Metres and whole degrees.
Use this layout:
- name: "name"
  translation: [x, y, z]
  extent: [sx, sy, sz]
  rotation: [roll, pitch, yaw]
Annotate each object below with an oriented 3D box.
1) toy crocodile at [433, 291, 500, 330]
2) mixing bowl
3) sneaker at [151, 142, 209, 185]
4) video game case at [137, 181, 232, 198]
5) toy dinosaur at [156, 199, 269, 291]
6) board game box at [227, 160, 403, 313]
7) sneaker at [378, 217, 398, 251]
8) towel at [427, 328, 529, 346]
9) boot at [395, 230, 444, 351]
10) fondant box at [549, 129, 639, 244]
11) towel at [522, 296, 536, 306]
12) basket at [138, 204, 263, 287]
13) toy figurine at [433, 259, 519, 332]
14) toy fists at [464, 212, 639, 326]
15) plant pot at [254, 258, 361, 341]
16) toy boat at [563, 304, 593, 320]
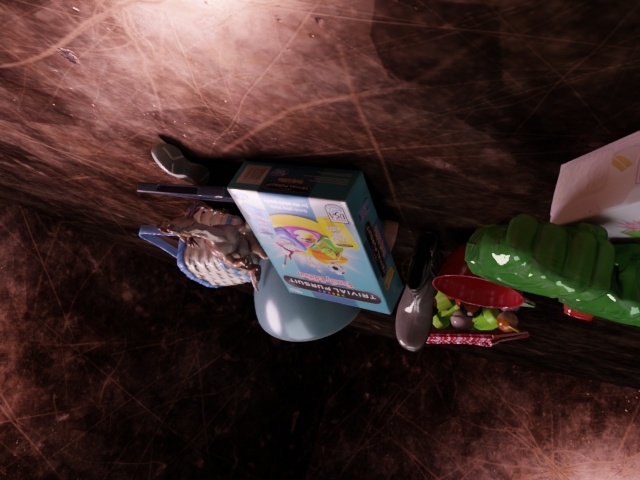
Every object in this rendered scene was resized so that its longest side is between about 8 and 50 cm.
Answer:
- name: "toy crocodile"
  translation: [0.416, 0.199, 1.654]
  extent: [0.340, 0.105, 0.115]
  rotation: [20, 137, -38]
- name: "mixing bowl"
  translation: [0.328, 0.062, 1.163]
  extent: [0.181, 0.098, 0.181]
  rotation: [16, 162, 5]
- name: "sneaker"
  translation: [-0.295, -0.152, 1.166]
  extent: [0.061, 0.054, 0.152]
  rotation: [12, 167, 32]
- name: "video game case"
  translation: [-0.235, -0.101, 1.246]
  extent: [0.274, 0.026, 0.196]
  rotation: [6, -179, 37]
- name: "toy dinosaur"
  translation: [-0.222, 0.005, 1.311]
  extent: [0.200, 0.127, 0.296]
  rotation: [9, 153, 23]
- name: "board game box"
  translation: [0.000, 0.000, 1.124]
  extent: [0.253, 0.079, 0.336]
  rotation: [9, 144, 30]
- name: "sneaker"
  translation: [0.082, 0.011, 1.281]
  extent: [0.120, 0.108, 0.302]
  rotation: [18, 160, -1]
- name: "towel"
  translation: [0.362, 0.247, 1.465]
  extent: [0.274, 0.031, 0.198]
  rotation: [-8, 172, 43]
- name: "boot"
  translation: [0.202, 0.109, 1.220]
  extent: [0.083, 0.247, 0.161]
  rotation: [12, 171, 19]
- name: "fondant box"
  translation: [0.475, -0.022, 0.645]
  extent: [0.330, 0.096, 0.238]
  rotation: [18, 168, -10]
- name: "towel"
  translation: [0.485, 0.147, 1.530]
  extent: [0.151, 0.023, 0.113]
  rotation: [21, 169, -27]
- name: "basket"
  translation: [-0.308, 0.020, 1.550]
  extent: [0.288, 0.201, 0.255]
  rotation: [-2, 160, 20]
- name: "toy figurine"
  translation: [0.352, 0.136, 1.349]
  extent: [0.213, 0.148, 0.209]
  rotation: [25, 165, -34]
- name: "toy fists"
  translation: [0.319, 0.037, 0.685]
  extent: [0.279, 0.096, 0.142]
  rotation: [19, 179, -17]
- name: "plant pot"
  translation: [-0.046, 0.084, 1.458]
  extent: [0.290, 0.290, 0.196]
  rotation: [9, 130, 30]
- name: "toy boat"
  translation: [0.544, 0.079, 0.890]
  extent: [0.318, 0.148, 0.267]
  rotation: [14, -174, 1]
